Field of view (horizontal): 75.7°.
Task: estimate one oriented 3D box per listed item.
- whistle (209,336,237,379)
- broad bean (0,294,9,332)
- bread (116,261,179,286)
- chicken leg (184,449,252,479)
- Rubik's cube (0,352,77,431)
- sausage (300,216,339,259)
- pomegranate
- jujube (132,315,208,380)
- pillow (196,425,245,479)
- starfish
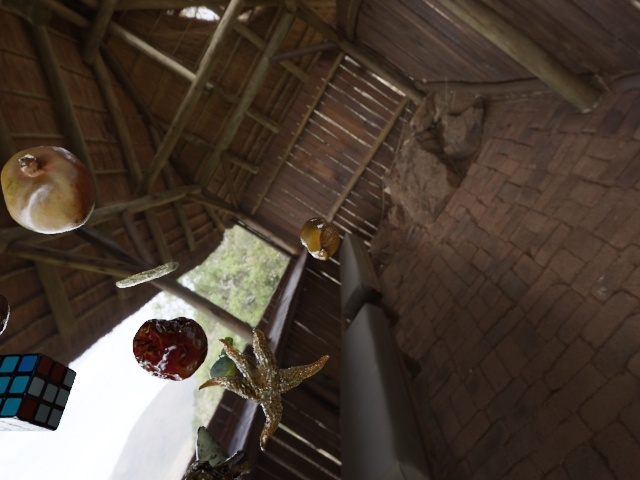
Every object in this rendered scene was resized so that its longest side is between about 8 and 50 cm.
[{"bbox_3d":[-0.358,0.453,1.557,0.104,0.057,0.198,-20,34,11],"label":"whistle"},{"bbox_3d":[-1.176,0.274,1.450,0.156,0.122,0.228,-61,37,9],"label":"broad bean"},{"bbox_3d":[-0.728,0.147,1.764,0.251,0.039,0.182,-20,-2,-6],"label":"bread"},{"bbox_3d":[-0.219,0.502,0.846,0.080,0.125,0.196,-30,10,21],"label":"chicken leg"},{"bbox_3d":[-0.766,0.394,1.060,0.163,0.161,0.162,79,-171,-54],"label":"Rubik's cube"},{"bbox_3d":[0.001,-0.006,1.243,0.112,0.112,0.328,-56,12,4],"label":"sausage"},{"bbox_3d":[-0.791,-0.155,1.196,0.270,0.229,0.252,127,131,-65],"label":"pomegranate"},{"bbox_3d":[-0.626,0.443,1.726,0.377,0.276,0.276,10,62,49],"label":"jujube"},{"bbox_3d":[-0.249,0.576,1.019,0.093,0.241,0.051,-54,-25,13],"label":"pillow"},{"bbox_3d":[-0.148,0.349,1.081,0.301,0.293,0.084,-48,22,-12],"label":"starfish"}]
